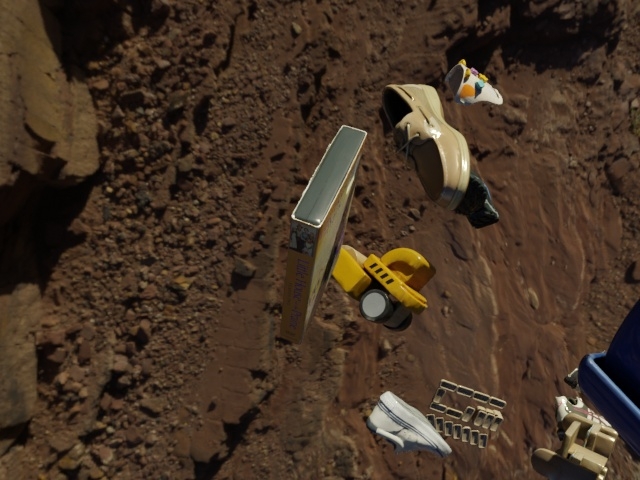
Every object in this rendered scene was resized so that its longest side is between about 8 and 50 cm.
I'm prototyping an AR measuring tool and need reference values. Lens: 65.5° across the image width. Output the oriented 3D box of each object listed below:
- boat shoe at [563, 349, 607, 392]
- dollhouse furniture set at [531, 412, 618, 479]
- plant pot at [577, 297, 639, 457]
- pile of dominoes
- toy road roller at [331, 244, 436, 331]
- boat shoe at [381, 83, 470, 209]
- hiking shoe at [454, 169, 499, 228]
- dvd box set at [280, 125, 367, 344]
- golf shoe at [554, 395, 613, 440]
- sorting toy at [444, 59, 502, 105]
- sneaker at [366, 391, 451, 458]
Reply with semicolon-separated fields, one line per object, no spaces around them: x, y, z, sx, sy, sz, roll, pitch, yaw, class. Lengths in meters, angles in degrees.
0.551;0.262;1.024;0.125;0.046;0.038;-35;45;-20;boat shoe
0.392;0.431;0.879;0.161;0.212;0.241;18;102;37;dollhouse furniture set
0.443;0.160;0.543;0.212;0.236;0.236;-52;52;21;plant pot
0.479;0.578;1.670;0.251;0.040;0.195;21;106;-3;pile of dominoes
0.197;0.105;1.528;0.240;0.203;0.329;-48;54;7;toy road roller
0.192;-0.190;0.971;0.340;0.110;0.121;-99;21;-44;boat shoe
0.440;-0.143;1.488;0.113;0.304;0.131;-23;57;20;hiking shoe
0.000;0.000;1.110;0.062;0.420;0.307;19;50;8;dvd box set
0.780;0.522;1.473;0.105;0.273;0.120;-28;58;37;golf shoe
0.232;-0.226;0.736;0.075;0.083;0.044;20;126;-13;sorting toy
0.185;0.412;1.066;0.091;0.258;0.094;-46;30;1;sneaker
